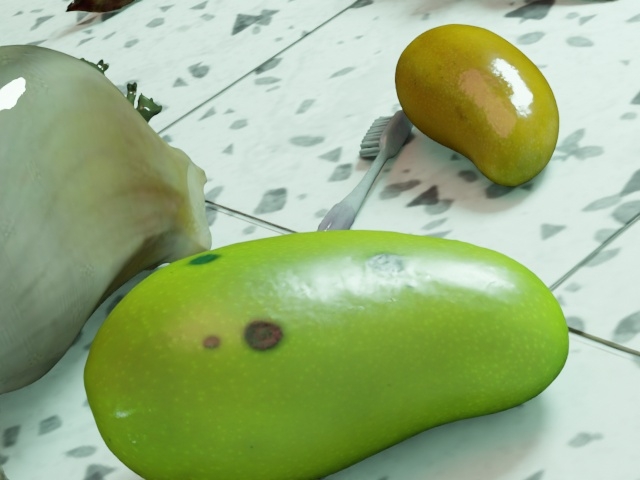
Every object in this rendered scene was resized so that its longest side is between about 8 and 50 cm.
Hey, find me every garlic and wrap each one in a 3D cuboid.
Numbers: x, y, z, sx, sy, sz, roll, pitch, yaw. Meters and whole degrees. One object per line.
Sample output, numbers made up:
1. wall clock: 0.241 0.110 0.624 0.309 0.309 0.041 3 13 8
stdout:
1. garlic: -0.249 0.001 1.220 0.231 0.246 0.340 -8 33 27

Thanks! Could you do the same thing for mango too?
1. mango: 0.002 0.067 1.067 0.293 0.143 0.175 -10 31 -2
2. mango: 0.121 -0.107 1.333 0.102 0.085 0.184 -26 36 -9

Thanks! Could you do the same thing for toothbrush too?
1. toothbrush: 0.000 0.000 1.286 0.029 0.024 0.354 -8 31 30

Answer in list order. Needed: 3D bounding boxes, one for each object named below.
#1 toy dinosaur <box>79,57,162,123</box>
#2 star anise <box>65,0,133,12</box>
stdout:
1. toy dinosaur: -0.222 -0.071 1.543 0.179 0.087 0.187 -55 11 10
2. star anise: -0.184 -0.303 1.866 0.212 0.053 0.157 -25 31 -6
